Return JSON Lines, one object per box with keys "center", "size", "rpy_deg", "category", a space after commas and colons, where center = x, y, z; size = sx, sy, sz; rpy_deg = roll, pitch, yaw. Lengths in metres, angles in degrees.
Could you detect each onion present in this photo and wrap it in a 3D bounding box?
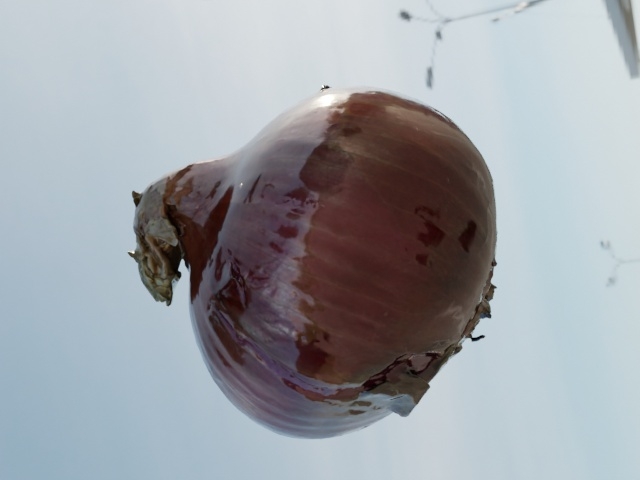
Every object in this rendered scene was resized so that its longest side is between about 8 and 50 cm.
{"center": [0.025, 0.022, 0.917], "size": [0.353, 0.353, 0.354], "rpy_deg": [-8, -90, -66], "category": "onion"}
